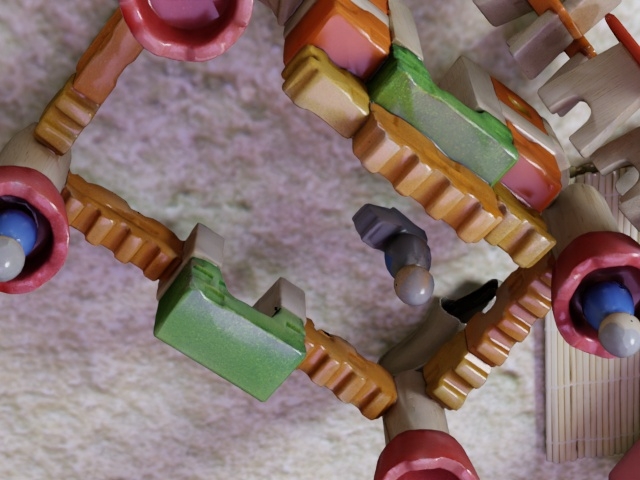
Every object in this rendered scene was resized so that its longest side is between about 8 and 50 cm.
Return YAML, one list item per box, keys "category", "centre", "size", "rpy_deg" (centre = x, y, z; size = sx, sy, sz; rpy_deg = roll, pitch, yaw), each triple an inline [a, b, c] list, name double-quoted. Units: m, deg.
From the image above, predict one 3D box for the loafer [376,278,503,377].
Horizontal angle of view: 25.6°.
- category: "loafer"
  centre: [0.107, 0.077, 1.201]
  size: [0.148, 0.056, 0.050]
  rpy_deg: [-31, 118, 3]

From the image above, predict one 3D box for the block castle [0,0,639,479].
- category: "block castle"
  centre: [0.000, 0.000, 1.006]
  size: [0.453, 0.213, 0.303]
  rpy_deg: [34, 111, -17]

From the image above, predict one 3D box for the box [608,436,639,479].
- category: "box"
  centre: [0.375, 0.195, 1.224]
  size: [0.148, 0.127, 0.232]
  rpy_deg: [32, 116, -4]

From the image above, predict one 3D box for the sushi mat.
- category: "sushi mat"
  centre: [0.269, 0.066, 1.237]
  size: [0.151, 0.019, 0.317]
  rpy_deg: [-8, 123, -2]

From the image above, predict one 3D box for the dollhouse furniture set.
- category: "dollhouse furniture set"
  centre: [0.263, -0.080, 1.017]
  size: [0.135, 0.262, 0.259]
  rpy_deg: [-36, 149, 12]
